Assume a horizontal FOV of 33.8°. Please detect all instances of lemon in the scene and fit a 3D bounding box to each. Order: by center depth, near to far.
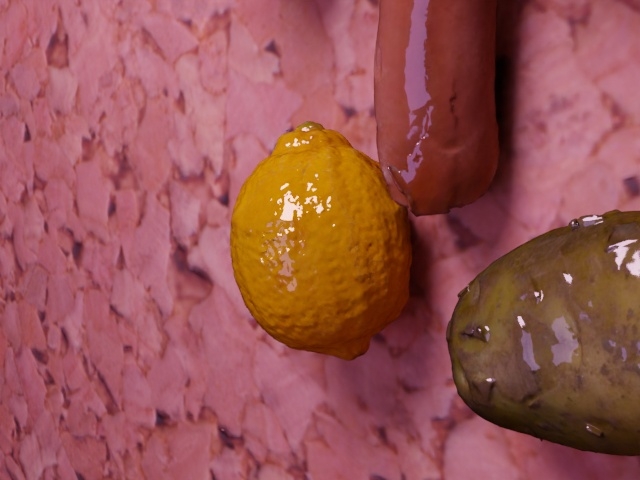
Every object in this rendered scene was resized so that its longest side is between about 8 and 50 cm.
[{"bbox_3d":[0.000,0.000,0.805,0.142,0.142,0.187,-15,81,48],"label":"lemon"}]

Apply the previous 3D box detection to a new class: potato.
[{"bbox_3d":[0.185,0.056,0.640,0.251,0.113,0.149,-18,77,39],"label":"potato"}]

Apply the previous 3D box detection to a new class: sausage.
[{"bbox_3d":[0.085,-0.224,0.697,0.094,0.094,0.419,29,120,59],"label":"sausage"}]
